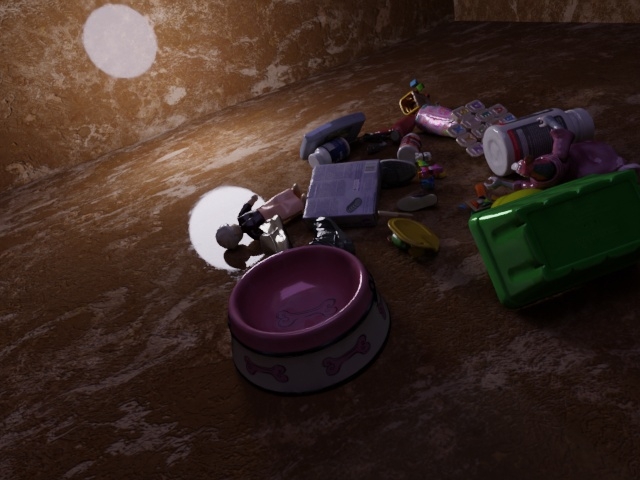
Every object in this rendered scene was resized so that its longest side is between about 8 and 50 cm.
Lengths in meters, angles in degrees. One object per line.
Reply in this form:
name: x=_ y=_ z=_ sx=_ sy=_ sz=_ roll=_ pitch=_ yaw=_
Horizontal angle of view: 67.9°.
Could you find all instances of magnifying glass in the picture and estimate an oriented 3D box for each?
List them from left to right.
magnifying glass: x=0.511 y=-0.112 z=1.483 sx=0.092 sy=0.026 sz=0.231 roll=-6 pitch=35 yaw=14

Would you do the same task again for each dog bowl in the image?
dog bowl: x=-0.041 y=0.165 z=1.160 sx=0.408 sy=0.150 sz=0.408 roll=-11 pitch=31 yaw=7

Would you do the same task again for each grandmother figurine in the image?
grandmother figurine: x=-0.202 y=-0.070 z=1.647 sx=0.342 sy=0.104 sz=0.208 roll=-28 pitch=48 yaw=-16

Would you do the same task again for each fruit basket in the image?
fruit basket: x=0.551 y=-0.015 z=1.164 sx=0.392 sy=0.283 sz=0.392 roll=-19 pitch=-11 yaw=-4

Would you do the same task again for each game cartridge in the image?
game cartridge: x=0.054 y=-0.456 z=2.067 sx=0.294 sy=0.196 sz=0.060 roll=-26 pitch=75 yaw=-17

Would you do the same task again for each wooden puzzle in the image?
wooden puzzle: x=0.492 y=-0.117 z=1.462 sx=0.116 sy=0.014 sz=0.078 roll=-23 pitch=33 yaw=-10

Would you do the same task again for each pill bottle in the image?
pill bottle: x=0.035 y=-0.362 z=1.999 sx=0.169 sy=0.094 sz=0.094 roll=-34 pitch=36 yaw=-27
pill bottle: x=0.354 y=-0.366 z=1.880 sx=0.086 sy=0.086 sz=0.152 roll=-3 pitch=34 yaw=19
pill bottle: x=0.732 y=-0.340 z=1.598 sx=0.318 sy=0.176 sz=0.176 roll=-17 pitch=32 yaw=-2

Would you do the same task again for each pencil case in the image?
pencil case: x=0.522 y=-0.491 z=1.972 sx=0.124 sy=0.124 sz=0.284 roll=-27 pitch=33 yaw=-18

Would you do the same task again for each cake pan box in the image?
cake pan box: x=0.080 y=-0.164 z=1.628 sx=0.245 sy=0.070 sz=0.267 roll=-3 pitch=53 yaw=16

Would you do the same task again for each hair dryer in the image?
hair dryer: x=0.298 y=-0.487 z=2.088 sx=0.293 sy=0.080 sz=0.223 roll=-21 pitch=32 yaw=-4

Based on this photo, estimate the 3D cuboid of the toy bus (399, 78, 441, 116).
toy bus: x=0.456 y=-0.621 z=2.211 sx=0.104 sy=0.202 sz=0.191 roll=-30 pitch=26 yaw=39

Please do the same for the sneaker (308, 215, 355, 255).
sneaker: x=0.000 y=0.000 z=1.458 sx=0.130 sy=0.087 sz=0.227 roll=-19 pitch=37 yaw=-18

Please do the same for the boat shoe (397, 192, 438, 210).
boat shoe: x=0.320 y=-0.125 z=1.565 sx=0.133 sy=0.049 sz=0.042 roll=-10 pitch=4 yaw=21

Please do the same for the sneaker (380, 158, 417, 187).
sneaker: x=0.210 y=-0.260 z=1.763 sx=0.297 sy=0.111 sz=0.129 roll=-1 pitch=30 yaw=20

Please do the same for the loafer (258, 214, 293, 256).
loafer: x=-0.135 y=0.019 z=1.480 sx=0.092 sy=0.102 sz=0.268 roll=-25 pitch=33 yaw=0

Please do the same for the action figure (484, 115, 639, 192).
action figure: x=0.659 y=-0.181 z=1.329 sx=0.370 sy=0.248 sz=0.276 roll=-11 pitch=49 yaw=-42

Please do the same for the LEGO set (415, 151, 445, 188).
LEGO set: x=0.397 y=-0.245 z=1.682 sx=0.093 sy=0.087 sz=0.227 roll=-7 pitch=26 yaw=7

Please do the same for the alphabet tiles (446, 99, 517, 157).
alphabet tiles: x=0.629 y=-0.419 z=1.786 sx=0.278 sy=0.021 sz=0.284 roll=-26 pitch=62 yaw=-17

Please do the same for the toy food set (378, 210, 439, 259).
toy food set: x=0.256 y=-0.007 z=1.393 sx=0.128 sy=0.071 sz=0.218 roll=1 pitch=29 yaw=-21
